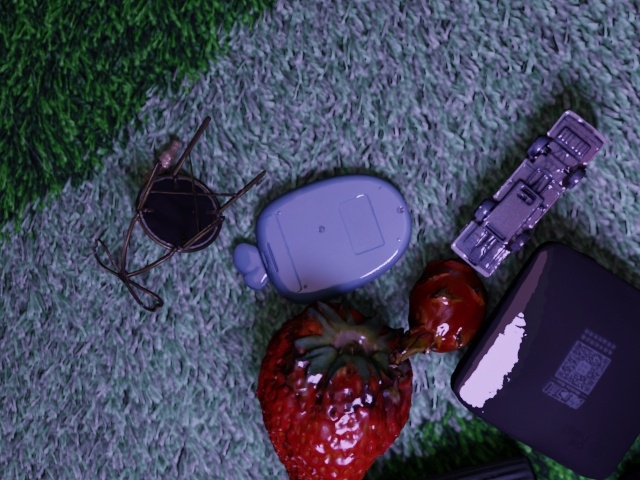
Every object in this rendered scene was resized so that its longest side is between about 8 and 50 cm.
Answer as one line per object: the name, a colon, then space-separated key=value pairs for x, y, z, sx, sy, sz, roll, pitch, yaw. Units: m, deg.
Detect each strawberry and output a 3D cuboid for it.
strawberry: x=0.009 y=0.251 z=1.468 sx=0.238 sy=0.250 sz=0.288 roll=36 pitch=131 yaw=21

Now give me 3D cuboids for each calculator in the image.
calculator: x=0.000 y=0.000 z=1.552 sx=0.302 sy=0.042 sz=0.188 roll=-21 pitch=87 yaw=10

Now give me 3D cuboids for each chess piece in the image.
chess piece: x=-0.263 y=-0.130 z=1.618 sx=0.035 sy=0.035 sz=0.092 roll=35 pitch=95 yaw=10

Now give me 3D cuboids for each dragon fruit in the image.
dragon fruit: x=0.167 y=0.119 z=1.427 sx=0.125 sy=0.246 sz=0.125 roll=36 pitch=133 yaw=16

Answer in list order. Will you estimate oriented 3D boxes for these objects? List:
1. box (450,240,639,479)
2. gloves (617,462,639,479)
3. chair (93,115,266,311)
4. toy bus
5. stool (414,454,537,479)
box: x=0.371 y=0.177 z=1.416 sx=0.290 sy=0.073 sz=0.289 roll=30 pitch=98 yaw=-10
gloves: x=0.493 y=0.427 z=1.403 sx=0.164 sy=0.124 sz=0.204 roll=2 pitch=76 yaw=-11
chair: x=-0.236 y=-0.040 z=1.562 sx=0.160 sy=0.170 sz=0.326 roll=41 pitch=142 yaw=-2
toy bus: x=0.312 y=-0.068 z=1.444 sx=0.092 sy=0.106 sz=0.268 roll=41 pitch=102 yaw=9
stool: x=0.187 y=0.481 z=1.404 sx=0.329 sy=0.297 sz=0.297 roll=-20 pitch=87 yaw=8
